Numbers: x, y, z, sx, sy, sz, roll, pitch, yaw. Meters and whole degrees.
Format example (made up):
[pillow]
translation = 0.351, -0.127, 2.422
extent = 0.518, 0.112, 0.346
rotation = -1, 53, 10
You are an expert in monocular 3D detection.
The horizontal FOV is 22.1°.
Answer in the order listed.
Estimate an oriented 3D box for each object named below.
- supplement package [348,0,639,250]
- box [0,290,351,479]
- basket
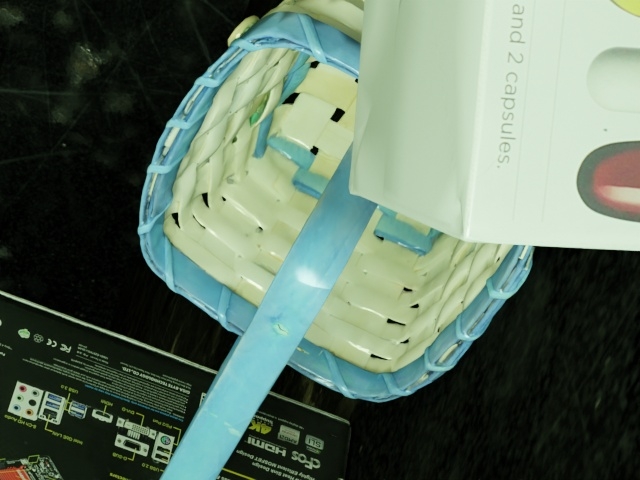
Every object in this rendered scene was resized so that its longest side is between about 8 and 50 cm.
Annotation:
[supplement package]
translation = 0.107, -0.133, 0.582
extent = 0.204, 0.145, 0.262
rotation = -146, 59, -79
[box]
translation = -0.150, 0.171, 0.969
extent = 0.079, 0.322, 0.257
rotation = 124, 162, -45
[basket]
translation = 0.000, 0.000, 0.868
extent = 0.255, 0.201, 0.289
rotation = -57, 7, 44
